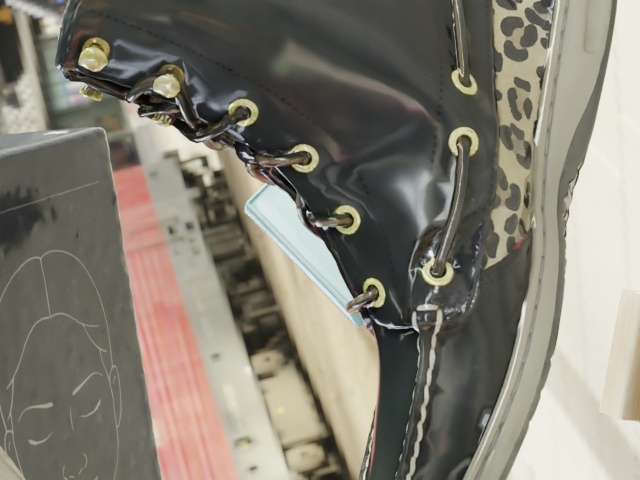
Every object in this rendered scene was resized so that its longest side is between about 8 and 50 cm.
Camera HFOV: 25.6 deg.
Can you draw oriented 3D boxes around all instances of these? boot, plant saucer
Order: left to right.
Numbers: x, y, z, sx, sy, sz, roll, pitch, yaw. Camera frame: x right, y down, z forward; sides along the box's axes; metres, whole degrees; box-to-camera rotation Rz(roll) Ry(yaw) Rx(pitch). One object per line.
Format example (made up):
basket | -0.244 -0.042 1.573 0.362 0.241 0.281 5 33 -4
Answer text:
boot | -0.008 -0.019 0.472 0.085 0.178 0.236 149 137 -73
plant saucer | 0.000 0.000 1.342 0.192 0.067 0.018 45 178 34

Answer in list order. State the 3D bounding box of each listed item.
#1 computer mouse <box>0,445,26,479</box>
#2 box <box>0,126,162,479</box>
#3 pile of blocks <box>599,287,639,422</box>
computer mouse | -0.106 0.129 0.460 0.272 0.072 0.188 100 155 -52
box | -0.398 0.166 1.288 0.480 0.297 0.472 -27 -67 -63
pile of blocks | 0.313 -0.024 0.910 0.149 0.362 0.112 39 164 -34
